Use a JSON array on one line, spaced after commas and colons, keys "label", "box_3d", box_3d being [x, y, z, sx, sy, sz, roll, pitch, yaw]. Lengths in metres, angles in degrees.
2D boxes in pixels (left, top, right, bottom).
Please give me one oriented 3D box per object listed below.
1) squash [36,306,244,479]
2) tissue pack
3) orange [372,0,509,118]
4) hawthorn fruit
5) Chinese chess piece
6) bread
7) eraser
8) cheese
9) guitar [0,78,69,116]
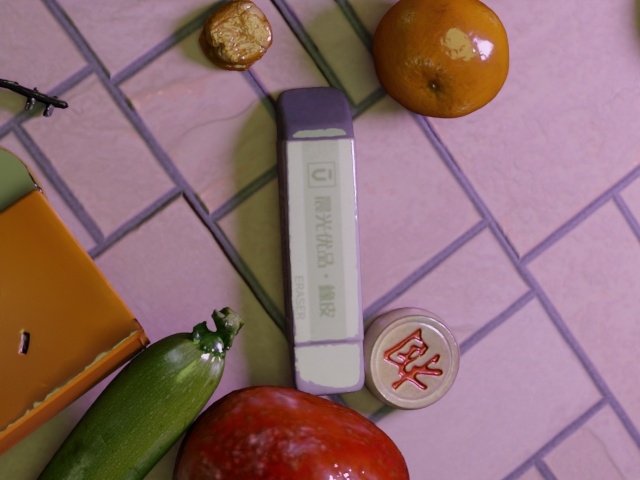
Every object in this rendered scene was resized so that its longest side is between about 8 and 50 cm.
[{"label": "squash", "box_3d": [-0.214, 0.215, 1.656, 0.101, 0.101, 0.379, 37, 106, -14]}, {"label": "tissue pack", "box_3d": [-0.346, 0.110, 1.609, 0.274, 0.145, 0.194, -36, 83, -9]}, {"label": "orange", "box_3d": [0.139, -0.217, 1.742, 0.159, 0.159, 0.136, 32, 47, -14]}, {"label": "hawthorn fruit", "box_3d": [-0.037, 0.303, 1.676, 0.284, 0.284, 0.284, -1, 94, -15]}, {"label": "Chinese chess piece", "box_3d": [0.105, 0.139, 1.800, 0.122, 0.051, 0.122, -1, 94, -15]}, {"label": "bread", "box_3d": [-0.093, -0.233, 1.729, 0.081, 0.046, 0.083, 18, 90, -10]}, {"label": "eraser", "box_3d": [0.000, 0.000, 1.756, 0.089, 0.061, 0.352, -4, 95, -7]}, {"label": "cheese", "box_3d": [-0.367, -0.084, 1.670, 0.086, 0.036, 0.163, -29, 100, -8]}, {"label": "guitar", "box_3d": [-0.399, -0.189, 1.643, 0.271, 0.084, 0.038, 25, 90, -21]}]
